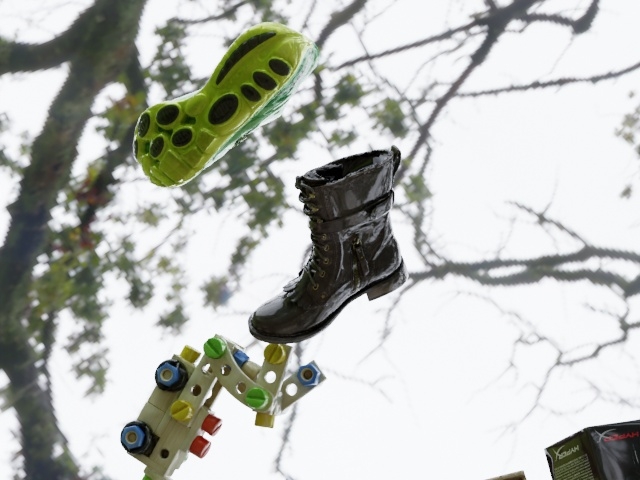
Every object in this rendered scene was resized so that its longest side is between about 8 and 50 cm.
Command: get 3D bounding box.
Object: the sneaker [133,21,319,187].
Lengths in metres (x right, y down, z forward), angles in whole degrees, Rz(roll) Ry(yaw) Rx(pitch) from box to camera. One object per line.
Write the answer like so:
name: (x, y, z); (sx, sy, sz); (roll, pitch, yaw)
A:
sneaker: (-0.112, -0.154, 1.481); (0.295, 0.123, 0.109); (-33, -104, 31)

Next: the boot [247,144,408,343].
boot: (0.000, 0.000, 1.603); (0.091, 0.263, 0.229); (49, -19, 45)

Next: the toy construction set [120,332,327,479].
toy construction set: (-0.159, 0.269, 1.718); (0.215, 0.328, 0.151); (28, -18, 17)

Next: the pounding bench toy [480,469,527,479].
pounding bench toy: (0.212, 0.303, 1.334); (0.052, 0.065, 0.083); (-16, -35, 9)

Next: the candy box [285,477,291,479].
candy box: (-0.047, 0.650, 2.331); (0.268, 0.122, 0.317); (32, -73, -18)

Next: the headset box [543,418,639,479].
headset box: (0.414, 0.359, 1.421); (0.110, 0.218, 0.293); (128, -45, -60)
